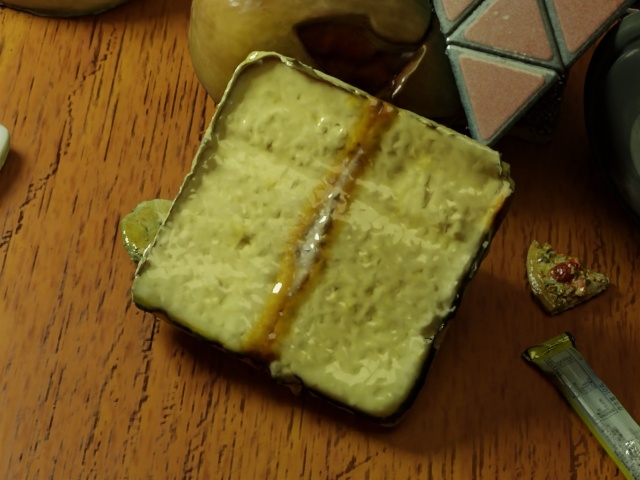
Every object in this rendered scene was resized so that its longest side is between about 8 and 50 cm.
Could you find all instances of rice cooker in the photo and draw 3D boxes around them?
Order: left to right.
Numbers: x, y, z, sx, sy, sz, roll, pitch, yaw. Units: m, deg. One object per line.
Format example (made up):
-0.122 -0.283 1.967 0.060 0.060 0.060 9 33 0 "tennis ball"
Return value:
0.392 -0.119 1.778 0.317 0.264 0.316 -13 22 6 "rice cooker"

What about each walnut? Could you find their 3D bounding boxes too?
0.020 -0.177 1.814 0.298 0.203 0.203 18 40 -29 "walnut"

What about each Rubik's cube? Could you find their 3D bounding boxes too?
0.180 -0.244 1.793 0.233 0.228 0.228 -12 41 -39 "Rubik's cube"

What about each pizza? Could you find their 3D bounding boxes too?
0.224 0.028 1.767 0.078 0.025 0.083 -3 47 -10 "pizza"

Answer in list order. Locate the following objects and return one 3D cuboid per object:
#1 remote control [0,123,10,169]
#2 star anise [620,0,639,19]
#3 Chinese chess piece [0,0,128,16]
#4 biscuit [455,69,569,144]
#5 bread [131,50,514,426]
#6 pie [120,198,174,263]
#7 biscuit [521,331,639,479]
-0.376 -0.096 1.771 0.190 0.029 0.087 18 47 7 "remote control"
0.394 -0.247 2.031 0.212 0.073 0.197 41 56 22 "star anise"
-0.266 -0.345 1.976 0.270 0.112 0.270 5 47 -6 "Chinese chess piece"
0.187 -0.191 1.970 0.131 0.026 0.237 15 47 2 "biscuit"
0.000 0.000 1.643 0.263 0.198 0.236 24 55 4 "bread"
-0.138 -0.006 1.737 0.084 0.020 0.084 7 44 -7 "pie"
0.265 0.183 1.627 0.048 0.026 0.292 -20 53 -22 "biscuit"
